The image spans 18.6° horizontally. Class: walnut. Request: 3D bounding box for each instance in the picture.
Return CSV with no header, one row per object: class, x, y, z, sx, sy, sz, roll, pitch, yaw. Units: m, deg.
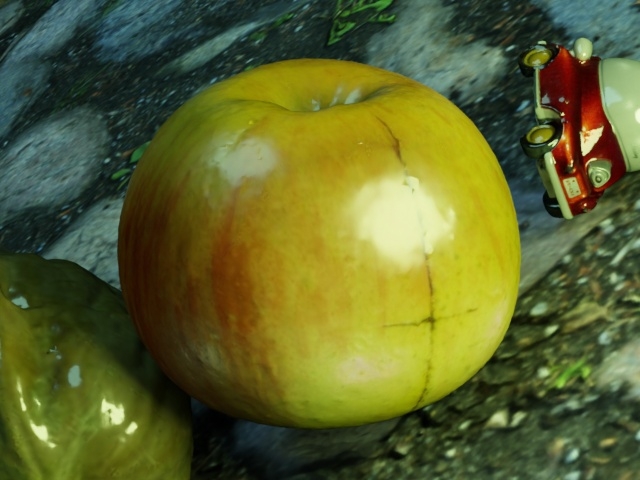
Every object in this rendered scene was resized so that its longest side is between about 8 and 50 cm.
walnut,-0.213,0.130,1.477,0.227,0.283,0.283,-14,22,-7

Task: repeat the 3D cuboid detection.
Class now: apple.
apple,0.000,0.000,1.380,0.286,0.233,0.286,-6,22,2

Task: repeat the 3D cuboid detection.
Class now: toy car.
toy car,0.215,-0.087,1.477,0.112,0.112,0.139,-11,40,17

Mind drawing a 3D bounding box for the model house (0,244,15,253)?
model house,-0.338,0.111,1.697,0.229,0.199,0.219,-5,58,51
